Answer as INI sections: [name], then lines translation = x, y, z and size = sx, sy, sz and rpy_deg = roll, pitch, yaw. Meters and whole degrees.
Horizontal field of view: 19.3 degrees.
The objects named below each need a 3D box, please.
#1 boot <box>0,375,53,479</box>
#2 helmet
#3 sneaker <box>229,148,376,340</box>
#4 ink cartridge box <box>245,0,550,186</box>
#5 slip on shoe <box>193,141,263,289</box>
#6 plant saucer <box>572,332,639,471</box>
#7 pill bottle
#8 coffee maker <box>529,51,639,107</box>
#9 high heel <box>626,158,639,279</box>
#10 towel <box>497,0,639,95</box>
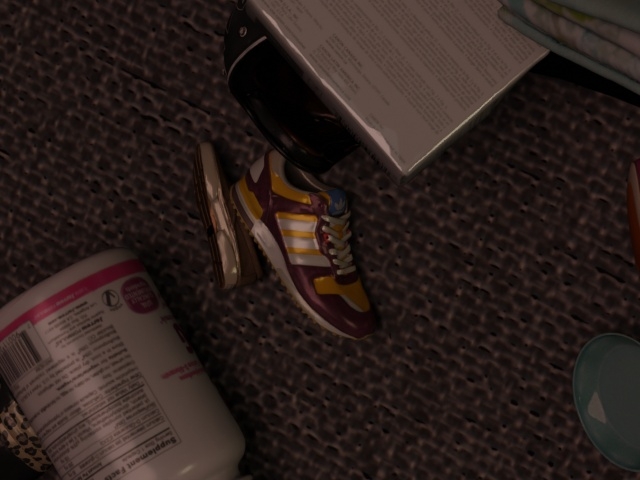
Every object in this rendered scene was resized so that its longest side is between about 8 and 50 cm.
[boot]
translation = -0.361, 0.168, 1.801
size = 0.178, 0.085, 0.236
rpy_deg = -40, 87, 18
[helmet]
translation = 0.002, -0.156, 1.574
size = 0.169, 0.169, 0.161
rpy_deg = -37, 92, 21
[sneaker]
translation = 0.000, 0.000, 1.647
size = 0.084, 0.069, 0.185
rpy_deg = -42, 81, 25
[ink cartridge box]
translation = 0.088, -0.186, 1.468
size = 0.232, 0.066, 0.189
rpy_deg = -40, 86, -9
[slip on shoe]
translation = -0.083, -0.024, 1.695
size = 0.041, 0.051, 0.135
rpy_deg = -11, 82, -17
[plant saucer]
translation = 0.259, 0.132, 1.561
size = 0.119, 0.021, 0.119
rpy_deg = 24, 121, 48
[pill bottle]
translation = -0.167, 0.163, 1.682
size = 0.160, 0.160, 0.283
rpy_deg = -33, 83, 21
[coffee maker]
translation = 0.215, -0.160, 1.531
size = 0.178, 0.120, 0.171
rpy_deg = 21, 121, 20
[high heel]
translation = 0.329, 0.040, 1.528
size = 0.117, 0.082, 0.244
rpy_deg = -16, 78, 0
[towel]
translation = 0.336, -0.209, 1.328
size = 0.374, 0.320, 0.090
rpy_deg = 34, 153, 40
